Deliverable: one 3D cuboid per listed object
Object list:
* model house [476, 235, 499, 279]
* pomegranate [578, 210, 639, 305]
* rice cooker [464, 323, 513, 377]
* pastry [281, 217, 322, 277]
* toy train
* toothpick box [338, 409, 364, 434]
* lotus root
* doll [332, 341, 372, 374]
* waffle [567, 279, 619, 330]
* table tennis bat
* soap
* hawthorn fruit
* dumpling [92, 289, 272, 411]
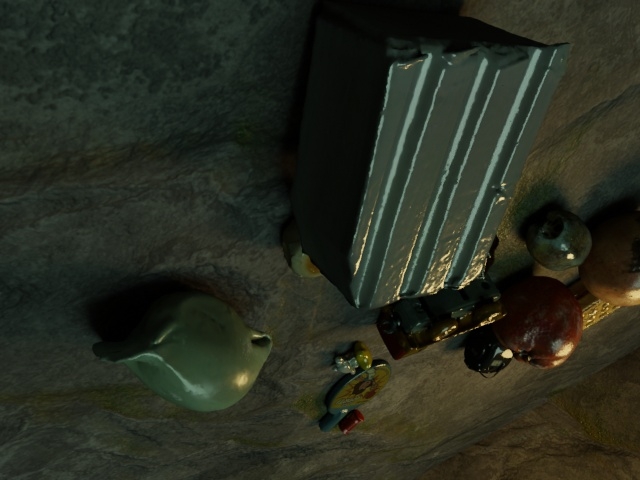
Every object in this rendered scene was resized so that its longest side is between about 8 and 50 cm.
[{"bbox_3d":[0.375,0.004,1.517,0.165,0.106,0.152,-51,152,-46],"label":"model house"},{"bbox_3d":[0.934,0.056,1.872,0.322,0.322,0.322,-22,145,-16],"label":"pomegranate"},{"bbox_3d":[0.555,0.357,2.059,0.119,0.142,0.202,2,126,-27],"label":"rice cooker"},{"bbox_3d":[0.000,0.000,1.194,0.166,0.088,0.165,-22,147,-15],"label":"pastry"},{"bbox_3d":[0.295,0.189,1.618,0.369,0.163,0.231,-15,155,-26],"label":"toy train"},{"bbox_3d":[0.103,0.601,2.079,0.083,0.047,0.047,-44,145,14],"label":"toothpick box"},{"bbox_3d":[0.667,0.016,1.719,0.158,0.140,0.322,-43,148,14],"label":"lotus root"},{"bbox_3d":[0.089,0.339,1.722,0.113,0.071,0.135,-15,148,-13],"label":"doll"},{"bbox_3d":[0.966,0.216,2.249,0.376,0.114,0.261,-34,149,1],"label":"waffle"},{"bbox_3d":[0.096,0.481,1.930,0.215,0.044,0.329,5,129,-44],"label":"table tennis bat"},{"bbox_3d":[0.136,-0.121,0.966,0.351,0.213,0.434,-13,129,-33],"label":"soap"},{"bbox_3d":[0.649,0.247,1.889,0.285,0.284,0.284,-22,145,-16],"label":"hawthorn fruit"},{"bbox_3d":[-0.238,0.196,1.166,0.211,0.270,0.320,-51,123,-12],"label":"dumpling"}]
